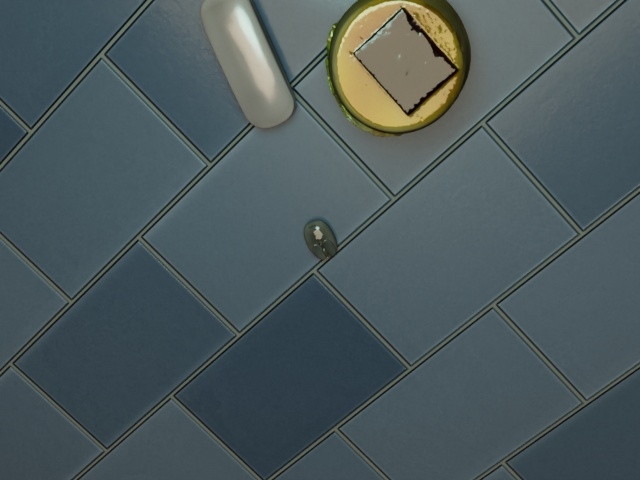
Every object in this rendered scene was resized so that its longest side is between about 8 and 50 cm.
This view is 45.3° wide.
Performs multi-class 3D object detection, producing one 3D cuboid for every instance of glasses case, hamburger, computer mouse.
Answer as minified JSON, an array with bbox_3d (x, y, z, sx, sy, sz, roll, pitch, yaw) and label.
[{"bbox_3d":[-0.149,-0.377,1.591,0.113,0.075,0.297,-21,104,13],"label":"glasses case"},{"bbox_3d":[0.148,-0.353,1.513,0.300,0.176,0.300,2,107,7],"label":"hamburger"},{"bbox_3d":[0.000,0.000,1.718,0.066,0.039,0.096,-21,105,13],"label":"computer mouse"}]
